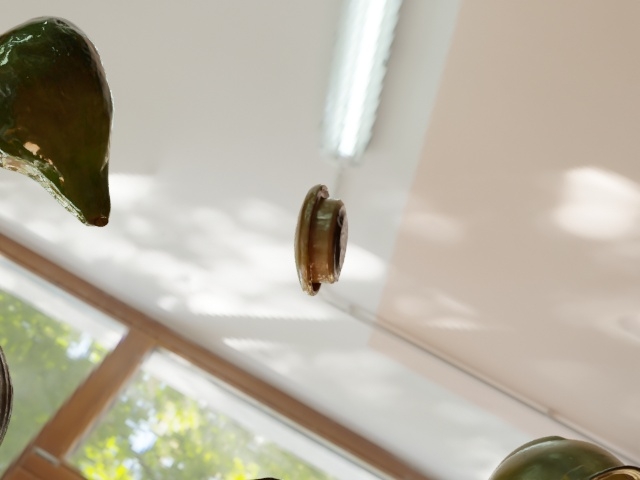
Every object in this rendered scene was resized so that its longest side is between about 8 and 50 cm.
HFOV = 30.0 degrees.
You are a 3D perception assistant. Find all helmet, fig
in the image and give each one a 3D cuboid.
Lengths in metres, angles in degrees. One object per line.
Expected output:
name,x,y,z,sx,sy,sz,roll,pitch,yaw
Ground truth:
helmet,0.260,0.326,1.437,0.257,0.140,0.205,-47,-44,7
fig,-0.342,-0.142,1.544,0.206,0.275,0.206,-31,8,5

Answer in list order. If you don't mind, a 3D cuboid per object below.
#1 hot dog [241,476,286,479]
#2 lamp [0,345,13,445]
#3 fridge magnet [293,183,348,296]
hot dog,-0.052,0.376,1.576,0.069,0.252,0.131,-130,46,-67
lamp,-0.484,0.169,1.398,0.233,0.233,0.265,59,-159,-74
fridge magnet,0.000,0.000,1.505,0.143,0.063,0.143,6,-90,-80
